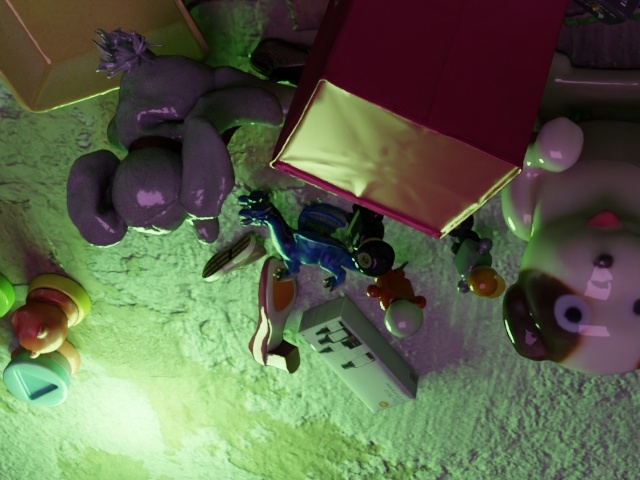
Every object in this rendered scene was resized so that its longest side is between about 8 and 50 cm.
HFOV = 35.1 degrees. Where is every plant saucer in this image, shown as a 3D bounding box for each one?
[{"bbox_3d":[-0.354,-0.362,1.396,0.333,0.081,0.333,-12,128,24],"label":"plant saucer"}]

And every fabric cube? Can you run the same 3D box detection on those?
[{"bbox_3d":[0.115,-0.196,1.250,0.259,0.258,0.254,24,157,-9],"label":"fabric cube"}]

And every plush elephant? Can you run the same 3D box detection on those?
[{"bbox_3d":[-0.192,-0.109,1.365,0.272,0.255,0.330,-4,165,30],"label":"plush elephant"}]

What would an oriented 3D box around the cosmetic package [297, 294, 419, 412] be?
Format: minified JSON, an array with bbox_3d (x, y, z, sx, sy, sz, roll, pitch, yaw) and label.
[{"bbox_3d":[0.070,0.209,1.820,0.099,0.060,0.239,-23,122,32],"label":"cosmetic package"}]

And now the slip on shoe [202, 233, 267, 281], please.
[{"bbox_3d":[-0.148,0.036,1.731,0.041,0.051,0.135,34,126,-32],"label":"slip on shoe"}]

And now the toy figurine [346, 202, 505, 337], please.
[{"bbox_3d":[0.156,0.021,1.532,0.209,0.148,0.213,-21,124,5],"label":"toy figurine"}]

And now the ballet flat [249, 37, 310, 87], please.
[{"bbox_3d":[0.020,-0.231,1.433,0.250,0.058,0.084,13,134,3],"label":"ballet flat"}]

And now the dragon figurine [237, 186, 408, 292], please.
[{"bbox_3d":[0.000,0.000,1.630,0.289,0.085,0.144,11,134,6],"label":"dragon figurine"}]

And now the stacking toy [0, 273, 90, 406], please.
[{"bbox_3d":[-0.597,0.192,1.929,0.279,0.130,0.309,15,133,0],"label":"stacking toy"}]

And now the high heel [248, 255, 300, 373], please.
[{"bbox_3d":[-0.099,0.122,1.793,0.117,0.082,0.244,20,135,37],"label":"high heel"}]

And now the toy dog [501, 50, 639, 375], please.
[{"bbox_3d":[0.348,-0.015,1.306,0.284,0.408,0.395,11,133,5],"label":"toy dog"}]

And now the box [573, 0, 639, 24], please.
[{"bbox_3d":[0.298,-0.386,1.152,0.231,0.056,0.183,31,89,-14],"label":"box"}]
